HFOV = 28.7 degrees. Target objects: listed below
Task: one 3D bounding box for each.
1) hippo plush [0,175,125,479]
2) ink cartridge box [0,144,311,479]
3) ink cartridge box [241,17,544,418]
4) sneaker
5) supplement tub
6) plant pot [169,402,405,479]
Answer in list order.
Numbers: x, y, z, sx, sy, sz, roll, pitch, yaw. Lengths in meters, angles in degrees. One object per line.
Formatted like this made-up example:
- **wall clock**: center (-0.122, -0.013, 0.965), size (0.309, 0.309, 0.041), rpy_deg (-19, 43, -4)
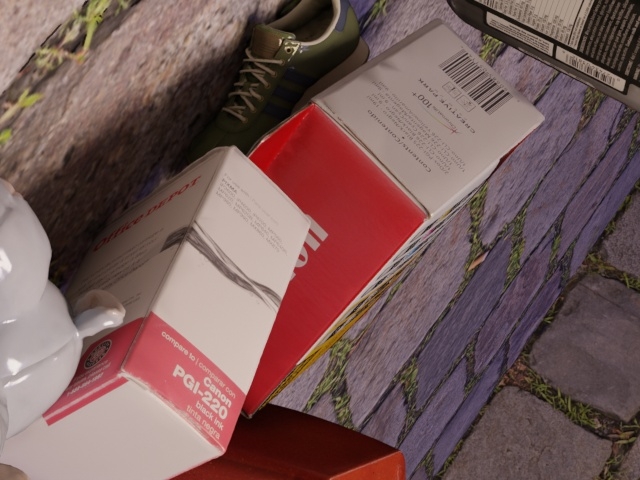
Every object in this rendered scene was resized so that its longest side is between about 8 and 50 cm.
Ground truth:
- **hippo plush**: center (-0.186, 0.080, 0.633), size (0.236, 0.234, 0.294), rpy_deg (-57, 137, -46)
- **ink cartridge box**: center (-0.111, 0.058, 0.833), size (0.159, 0.092, 0.218), rpy_deg (-30, -152, 36)
- **ink cartridge box**: center (0.000, 0.000, 1.040), size (0.272, 0.130, 0.309), rpy_deg (-38, 170, -46)
- **sneaker**: center (-0.042, -0.131, 0.978), size (0.192, 0.064, 0.086), rpy_deg (-44, 141, -21)
- **supplement tub**: center (0.253, -0.244, 1.102), size (0.207, 0.338, 0.207), rpy_deg (-50, 160, -25)
- **plant pot**: center (-0.063, 0.280, 1.097), size (0.267, 0.236, 0.267), rpy_deg (2, 88, -65)
